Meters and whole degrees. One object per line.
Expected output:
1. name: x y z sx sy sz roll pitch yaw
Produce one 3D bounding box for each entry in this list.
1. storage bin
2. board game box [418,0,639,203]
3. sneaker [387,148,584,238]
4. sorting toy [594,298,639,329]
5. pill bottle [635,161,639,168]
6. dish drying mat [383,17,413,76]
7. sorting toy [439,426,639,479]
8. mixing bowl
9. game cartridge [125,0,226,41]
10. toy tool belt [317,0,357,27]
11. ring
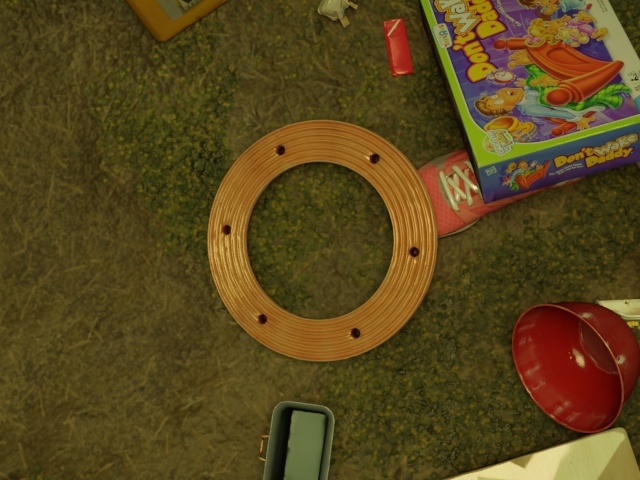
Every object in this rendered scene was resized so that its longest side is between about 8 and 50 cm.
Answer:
1. storage bin: -0.032 0.287 1.369 0.098 0.091 0.135 7 83 6
2. board game box: 0.281 -0.230 1.322 0.233 0.078 0.347 -16 52 5
3. sneaker: 0.234 -0.098 1.366 0.313 0.136 0.116 -24 81 2
4. sorting toy: 0.421 0.099 1.358 0.083 0.075 0.045 -3 83 5
5. pill bottle: 0.565 -0.192 1.332 0.301 0.169 0.169 -37 82 0
6. dish drying mat: 0.113 -0.282 1.462 0.032 0.008 0.083 -10 83 3
7. sorting toy: 0.312 0.404 1.326 0.255 0.089 0.257 -18 83 3
8. mixing bowl: 0.354 0.152 1.326 0.098 0.181 0.181 -23 81 -32
9. game cartridge: -0.155 -0.411 1.342 0.285 0.324 0.053 -34 80 1
10. toy tool belt: 0.035 -0.358 1.463 0.051 0.052 0.083 25 89 -24
11. ring: 0.000 0.000 1.397 0.336 0.032 0.337 0 89 20
